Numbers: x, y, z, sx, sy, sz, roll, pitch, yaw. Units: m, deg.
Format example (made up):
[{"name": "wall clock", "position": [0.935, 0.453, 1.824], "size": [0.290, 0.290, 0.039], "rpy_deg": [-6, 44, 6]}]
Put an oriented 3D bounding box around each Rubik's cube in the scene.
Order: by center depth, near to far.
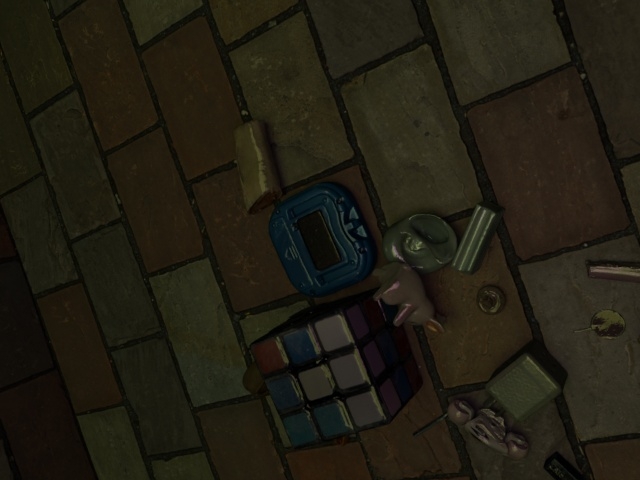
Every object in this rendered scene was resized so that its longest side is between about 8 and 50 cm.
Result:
[{"name": "Rubik's cube", "position": [0.060, 0.371, 1.861], "size": [0.363, 0.359, 0.362], "rpy_deg": [-20, 88, 29]}]

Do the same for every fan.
[{"name": "fan", "position": [0.752, 0.233, 1.677], "size": [0.133, 0.005, 0.085], "rpy_deg": [-20, 91, 28]}]

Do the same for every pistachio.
[{"name": "pistachio", "position": [-0.184, 0.454, 2.142], "size": [0.129, 0.131, 0.206], "rpy_deg": [27, 112, -28]}]

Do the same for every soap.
[{"name": "soap", "position": [0.439, -0.006, 1.731], "size": [0.066, 0.119, 0.198], "rpy_deg": [27, 110, 23]}]

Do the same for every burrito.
[{"name": "burrito", "position": [-0.206, -0.237, 2.032], "size": [0.143, 0.105, 0.299], "rpy_deg": [-7, 97, 38]}]

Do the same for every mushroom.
[{"name": "mushroom", "position": [0.481, 0.173, 1.764], "size": [0.085, 0.079, 0.085], "rpy_deg": [4, 100, 23]}]

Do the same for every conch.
[{"name": "conch", "position": [0.291, 0.010, 1.808], "size": [0.221, 0.121, 0.185], "rpy_deg": [9, 108, 20]}]

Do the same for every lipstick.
[{"name": "lipstick", "position": [0.765, 0.730, 1.735], "size": [0.312, 0.051, 0.051], "rpy_deg": [44, 114, 13]}]

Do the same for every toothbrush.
[{"name": "toothbrush", "position": [0.372, 0.558, 1.927], "size": [0.219, 0.016, 0.019], "rpy_deg": [-41, 88, 26]}]

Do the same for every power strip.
[{"name": "power strip", "position": [0.556, 0.409, 1.736], "size": [0.139, 0.140, 0.224], "rpy_deg": [47, 117, 12]}]

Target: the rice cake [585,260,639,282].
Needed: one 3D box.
[{"name": "rice cake", "position": [0.823, 0.086, 1.590], "size": [0.270, 0.049, 0.055], "rpy_deg": [7, 116, 25]}]

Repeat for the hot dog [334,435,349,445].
[{"name": "hot dog", "position": [0.076, 0.624, 2.079], "size": [0.062, 0.038, 0.144], "rpy_deg": [12, 106, 22]}]

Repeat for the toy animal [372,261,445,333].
[{"name": "toy animal", "position": [0.256, 0.189, 1.784], "size": [0.138, 0.140, 0.282], "rpy_deg": [-27, 117, 13]}]

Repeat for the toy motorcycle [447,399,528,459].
[{"name": "toy motorcycle", "position": [0.485, 0.559, 1.811], "size": [0.254, 0.112, 0.112], "rpy_deg": [30, 111, 14]}]

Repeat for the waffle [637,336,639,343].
[{"name": "waffle", "position": [0.943, 0.246, 1.523], "size": [0.262, 0.060, 0.280], "rpy_deg": [-43, 85, 26]}]

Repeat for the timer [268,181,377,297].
[{"name": "timer", "position": [0.000, 0.000, 1.964], "size": [0.309, 0.115, 0.340], "rpy_deg": [-25, 87, 25]}]
